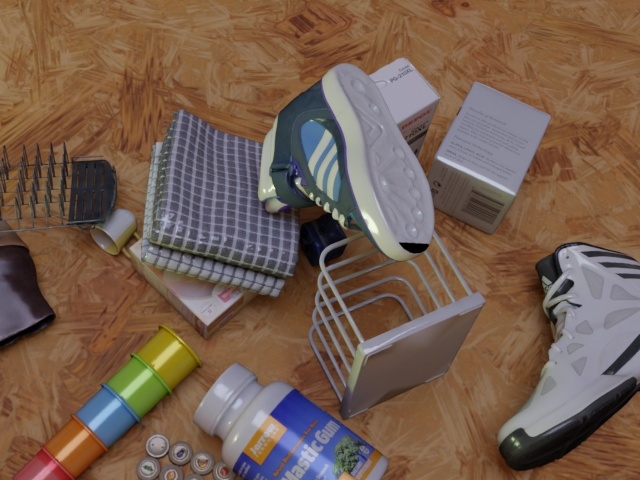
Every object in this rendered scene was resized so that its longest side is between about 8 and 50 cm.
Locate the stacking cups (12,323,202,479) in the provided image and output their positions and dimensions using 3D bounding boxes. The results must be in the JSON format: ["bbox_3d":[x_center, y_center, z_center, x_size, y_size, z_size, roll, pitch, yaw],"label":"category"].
[{"bbox_3d":[-0.316,0.270,1.354,0.096,0.096,0.316,39,70,12],"label":"stacking cups"}]

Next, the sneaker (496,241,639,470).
[{"bbox_3d":[0.394,0.168,1.464,0.447,0.169,0.257,-29,62,-27],"label":"sneaker"}]

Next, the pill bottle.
[{"bbox_3d":[-0.049,0.303,1.328,0.272,0.152,0.152,35,66,9],"label":"pill bottle"}]

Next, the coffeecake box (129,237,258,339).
[{"bbox_3d":[-0.197,0.045,1.481,0.185,0.068,0.142,43,65,13],"label":"coffeecake box"}]

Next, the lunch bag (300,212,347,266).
[{"bbox_3d":[0.000,0.000,1.510,0.065,0.098,0.067,-25,75,-15],"label":"lunch bag"}]

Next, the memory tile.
[{"bbox_3d":[-0.208,0.362,1.358,0.148,0.012,0.113,20,64,3],"label":"memory tile"}]

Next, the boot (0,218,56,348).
[{"bbox_3d":[-0.562,0.084,1.406,0.248,0.090,0.207,-23,67,-20],"label":"boot"}]

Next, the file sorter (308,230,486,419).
[{"bbox_3d":[0.096,0.118,1.370,0.193,0.277,0.173,-21,64,-16],"label":"file sorter"}]

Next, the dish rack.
[{"bbox_3d":[-0.472,-0.091,1.475,0.272,0.074,0.208,-4,41,-9],"label":"dish rack"}]

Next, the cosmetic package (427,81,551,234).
[{"bbox_3d":[0.286,-0.143,1.583,0.151,0.151,0.183,26,63,6],"label":"cosmetic package"}]

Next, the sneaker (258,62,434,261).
[{"bbox_3d":[0.018,-0.068,1.301,0.130,0.236,0.322,4,57,-42],"label":"sneaker"}]

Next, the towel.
[{"bbox_3d":[-0.153,-0.065,1.438,0.235,0.121,0.283,13,46,-17],"label":"towel"}]

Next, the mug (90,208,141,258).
[{"bbox_3d":[-0.336,-0.014,1.508,0.062,0.078,0.064,12,48,36],"label":"mug"}]

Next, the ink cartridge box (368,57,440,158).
[{"bbox_3d":[0.086,-0.172,1.525,0.172,0.237,0.100,-33,72,-20],"label":"ink cartridge box"}]
